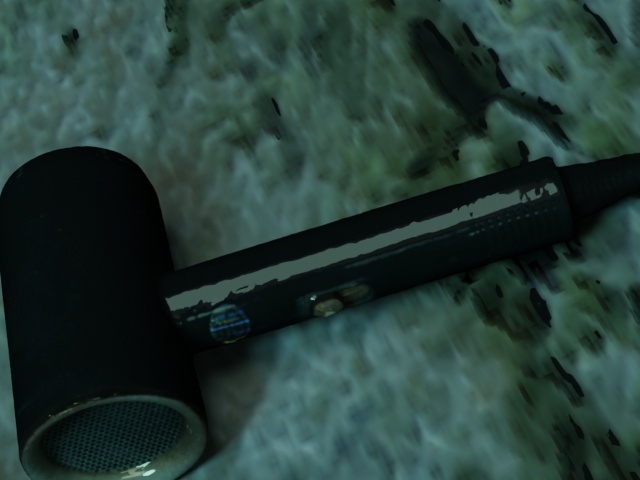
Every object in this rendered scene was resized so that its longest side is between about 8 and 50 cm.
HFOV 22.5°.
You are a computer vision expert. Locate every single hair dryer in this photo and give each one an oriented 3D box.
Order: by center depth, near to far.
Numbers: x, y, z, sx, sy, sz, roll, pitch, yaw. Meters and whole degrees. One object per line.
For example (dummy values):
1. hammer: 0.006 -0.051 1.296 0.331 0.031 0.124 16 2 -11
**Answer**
1. hair dryer: 0.000 0.000 0.616 0.255 0.070 0.128 -18 52 -1
